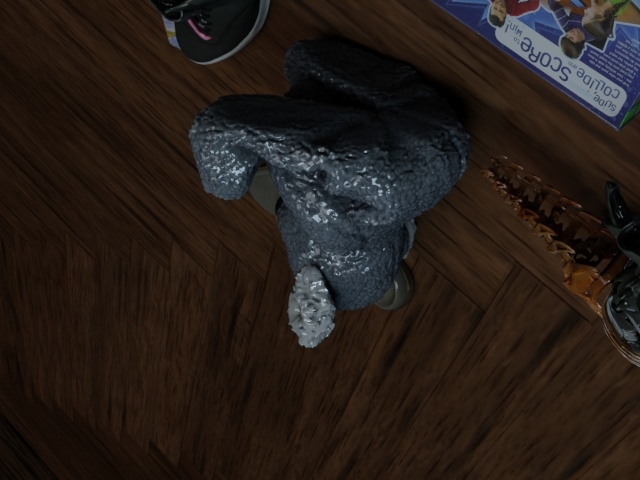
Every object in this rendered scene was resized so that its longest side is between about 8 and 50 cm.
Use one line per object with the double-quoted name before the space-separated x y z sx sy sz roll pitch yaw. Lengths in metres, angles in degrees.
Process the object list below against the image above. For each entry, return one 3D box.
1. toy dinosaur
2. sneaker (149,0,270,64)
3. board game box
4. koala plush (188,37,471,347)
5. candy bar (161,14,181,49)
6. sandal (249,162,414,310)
"toy dinosaur" 0.245 0.040 0.592 0.322 0.164 0.218 15 152 16
"sneaker" -0.111 -0.228 0.782 0.104 0.147 0.296 51 148 1
"board game box" 0.151 -0.183 0.596 0.201 0.035 0.136 41 145 19
"koala plush" 0.022 -0.024 0.771 0.203 0.196 0.221 22 133 25
"candy bar" -0.160 -0.268 0.924 0.040 0.018 0.161 25 138 42
"sandal" 0.000 0.000 0.929 0.219 0.060 0.090 45 146 14
